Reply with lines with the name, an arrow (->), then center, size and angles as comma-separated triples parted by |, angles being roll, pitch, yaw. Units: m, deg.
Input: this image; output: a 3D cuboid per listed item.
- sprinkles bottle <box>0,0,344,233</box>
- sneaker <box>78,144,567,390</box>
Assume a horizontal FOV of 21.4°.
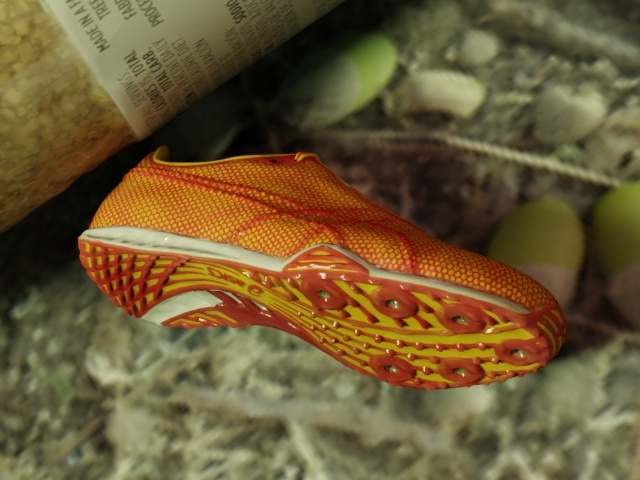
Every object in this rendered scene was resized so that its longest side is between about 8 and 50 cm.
sprinkles bottle -> -0.057, -0.106, 0.581 | 0.355, 0.121, 0.121 | -35, 51, -3
sneaker -> 0.000, 0.000, 0.538 | 0.175, 0.064, 0.067 | 15, 58, 30
